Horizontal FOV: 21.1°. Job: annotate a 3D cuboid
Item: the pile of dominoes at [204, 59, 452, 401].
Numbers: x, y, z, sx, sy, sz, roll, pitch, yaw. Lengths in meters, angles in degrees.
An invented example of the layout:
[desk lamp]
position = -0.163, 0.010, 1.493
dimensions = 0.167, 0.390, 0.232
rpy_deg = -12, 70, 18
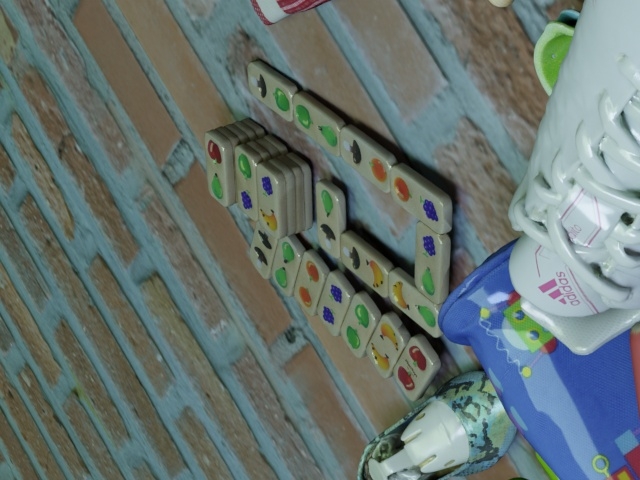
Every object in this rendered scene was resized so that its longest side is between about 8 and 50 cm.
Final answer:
[pile of dominoes]
position = 0.000, 0.000, 1.230
dimensions = 0.251, 0.040, 0.196
rpy_deg = 39, 141, 43

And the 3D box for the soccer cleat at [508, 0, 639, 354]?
[soccer cleat]
position = 0.148, -0.033, 0.770
dimensions = 0.116, 0.143, 0.331
rpy_deg = 43, 170, 20

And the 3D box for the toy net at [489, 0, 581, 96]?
[toy net]
position = 0.092, -0.158, 0.913
dimensions = 0.232, 0.045, 0.122
rpy_deg = 37, 155, 18

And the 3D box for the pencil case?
[pencil case]
position = 0.195, 0.126, 0.953
dimensions = 0.119, 0.133, 0.306
rpy_deg = -39, 75, 15

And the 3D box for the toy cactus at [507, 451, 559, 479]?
[toy cactus]
position = 0.176, 0.185, 1.062
dimensions = 0.180, 0.112, 0.219
rpy_deg = 18, 119, 40

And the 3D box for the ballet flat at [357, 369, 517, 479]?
[ballet flat]
position = 0.078, 0.147, 1.210
dimensions = 0.070, 0.070, 0.188
rpy_deg = 57, 150, 12

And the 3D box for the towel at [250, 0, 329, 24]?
[towel]
position = -0.005, -0.274, 1.044
dimensions = 0.329, 0.037, 0.237
rpy_deg = -15, 102, 62

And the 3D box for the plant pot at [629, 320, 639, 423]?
[plant pot]
position = 0.257, 0.124, 0.726
dimensions = 0.275, 0.275, 0.243
rpy_deg = -22, 85, 61
